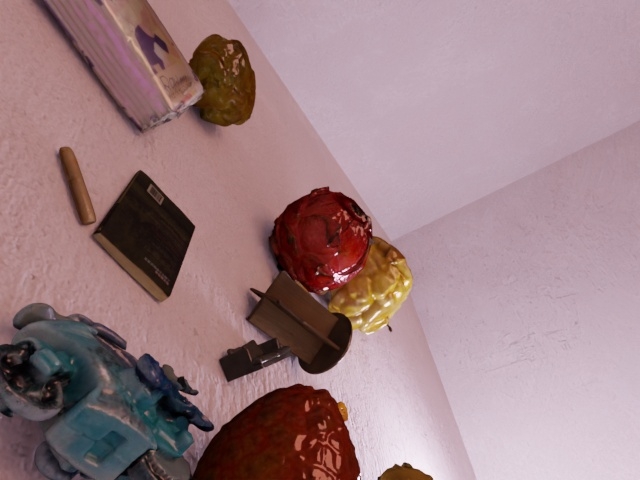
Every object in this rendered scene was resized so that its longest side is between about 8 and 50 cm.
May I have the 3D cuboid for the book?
[{"bbox_3d":[-0.301,-0.016,0.834,0.160,0.024,0.228,54,17,-29],"label":"book"}]

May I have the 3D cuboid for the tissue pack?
[{"bbox_3d":[-0.400,-0.413,0.979,0.344,0.125,0.242,59,15,-24],"label":"tissue pack"}]

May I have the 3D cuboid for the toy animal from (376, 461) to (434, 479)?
[{"bbox_3d":[0.195,0.645,1.104,0.196,0.168,0.281,62,15,-17],"label":"toy animal"}]

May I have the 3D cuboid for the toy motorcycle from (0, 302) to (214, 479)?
[{"bbox_3d":[-0.239,0.174,0.521,0.260,0.154,0.206,51,-5,-26],"label":"toy motorcycle"}]

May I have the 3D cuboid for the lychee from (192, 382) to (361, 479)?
[{"bbox_3d":[-0.057,0.353,0.647,0.255,0.255,0.300,9,89,-72],"label":"lychee"}]

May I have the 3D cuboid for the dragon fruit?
[{"bbox_3d":[0.000,0.000,1.363,0.295,0.301,0.296,33,31,-22],"label":"dragon fruit"}]

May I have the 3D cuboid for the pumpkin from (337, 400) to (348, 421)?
[{"bbox_3d":[0.039,0.443,1.194,0.083,0.028,0.050,11,55,-61],"label":"pumpkin"}]

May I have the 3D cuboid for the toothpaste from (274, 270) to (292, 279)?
[{"bbox_3d":[-0.067,0.164,1.297,0.067,0.042,0.195,-99,163,-56],"label":"toothpaste"}]

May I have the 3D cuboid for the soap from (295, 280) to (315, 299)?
[{"bbox_3d":[-0.032,0.203,1.239,0.252,0.092,0.037,50,15,-40],"label":"soap"}]

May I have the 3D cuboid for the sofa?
[{"bbox_3d":[-0.123,0.220,0.915,0.060,0.085,0.147,69,16,10],"label":"sofa"}]

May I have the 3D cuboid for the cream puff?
[{"bbox_3d":[-0.271,-0.436,1.305,0.244,0.196,0.244,19,67,-54],"label":"cream puff"}]

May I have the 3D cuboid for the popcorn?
[{"bbox_3d":[0.133,0.133,1.595,0.381,0.349,0.349,40,7,21],"label":"popcorn"}]

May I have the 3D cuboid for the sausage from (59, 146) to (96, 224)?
[{"bbox_3d":[-0.371,-0.086,0.714,0.133,0.024,0.024,67,15,10],"label":"sausage"}]

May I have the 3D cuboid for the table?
[{"bbox_3d":[-0.057,0.186,1.095,0.226,0.167,0.167,44,23,-31],"label":"table"}]
